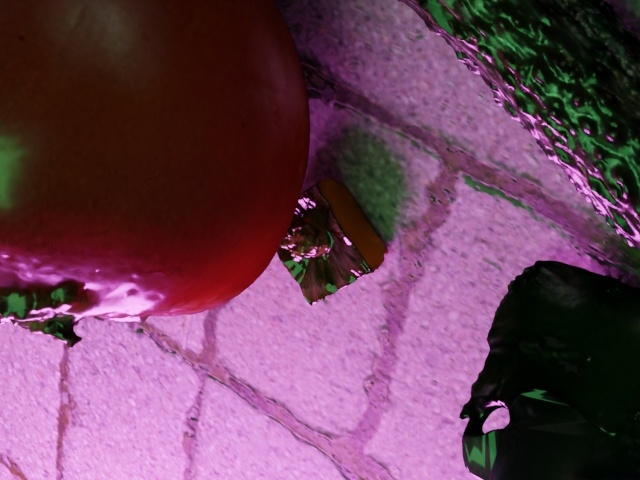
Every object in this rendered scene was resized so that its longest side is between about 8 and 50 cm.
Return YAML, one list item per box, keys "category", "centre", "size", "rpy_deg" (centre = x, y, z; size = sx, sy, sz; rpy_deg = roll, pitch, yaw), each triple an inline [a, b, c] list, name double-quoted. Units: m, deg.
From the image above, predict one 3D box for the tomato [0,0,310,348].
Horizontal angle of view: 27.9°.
- category: "tomato"
  centre: [-0.163, -0.092, 0.881]
  size: [0.321, 0.321, 0.321]
  rpy_deg: [21, 128, 29]

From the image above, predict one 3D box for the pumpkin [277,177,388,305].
- category: "pumpkin"
  centre: [0.000, 0.000, 0.961]
  size: [0.074, 0.054, 0.083]
  rpy_deg: [-35, 86, 42]

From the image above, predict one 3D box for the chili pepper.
- category: "chili pepper"
  centre: [0.188, 0.145, 0.847]
  size: [0.148, 0.116, 0.265]
  rpy_deg: [-5, 113, 39]

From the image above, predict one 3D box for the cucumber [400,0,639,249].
- category: "cucumber"
  centre: [0.157, -0.088, 0.752]
  size: [0.359, 0.096, 0.096]
  rpy_deg: [50, 136, 8]
